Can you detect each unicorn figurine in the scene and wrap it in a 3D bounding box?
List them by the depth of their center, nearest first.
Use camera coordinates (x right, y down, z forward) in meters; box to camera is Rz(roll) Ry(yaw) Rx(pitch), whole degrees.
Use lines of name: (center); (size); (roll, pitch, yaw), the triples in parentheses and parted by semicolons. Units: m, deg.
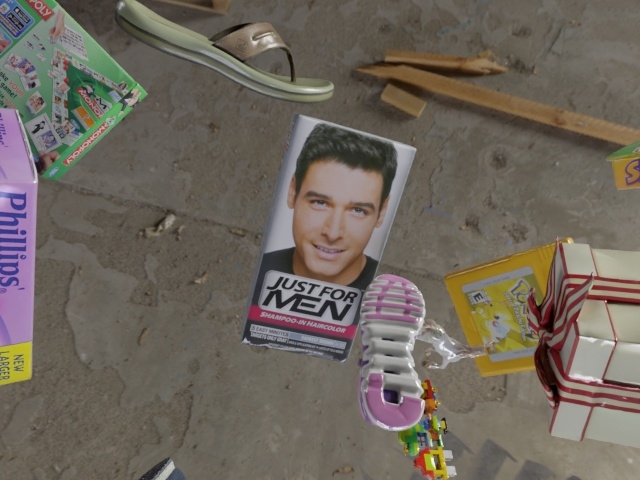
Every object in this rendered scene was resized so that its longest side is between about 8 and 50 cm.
unicorn figurine: (0.233, 0.198, 0.851); (0.162, 0.111, 0.060); (33, 47, -27)

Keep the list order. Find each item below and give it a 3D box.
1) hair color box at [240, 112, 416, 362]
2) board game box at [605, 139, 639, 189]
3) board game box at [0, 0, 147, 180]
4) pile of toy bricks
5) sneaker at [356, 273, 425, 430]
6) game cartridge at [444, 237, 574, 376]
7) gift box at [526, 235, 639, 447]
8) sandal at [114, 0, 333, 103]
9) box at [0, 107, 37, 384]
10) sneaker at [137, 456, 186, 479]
hair color box: (0.000, 0.000, 0.748); (0.185, 0.113, 0.374); (13, 105, -10)
board game box: (0.329, -0.082, 0.348); (0.259, 0.124, 0.039); (-18, 99, -39)
board game box: (-0.475, -0.284, 0.743); (0.213, 0.046, 0.317); (-44, 87, -3)
pile of toy bricks: (0.213, 0.425, 1.002); (0.105, 0.118, 0.212); (5, 46, -7)
sneaker: (0.093, 0.162, 0.657); (0.095, 0.104, 0.236); (10, 53, -1)
game cartridge: (0.494, 0.175, 1.103); (0.052, 0.323, 0.285); (-14, 81, -47)
gift box: (0.468, 0.140, 0.703); (0.258, 0.276, 0.255); (3, 30, 18)
sandal: (-0.107, -0.258, 0.602); (0.302, 0.120, 0.086); (15, 110, -29)
box: (-0.347, 0.017, 0.316); (0.243, 0.214, 0.117); (-5, 41, -40)
sneaker: (-0.324, 0.529, 0.769); (0.112, 0.319, 0.131); (-34, 94, 29)
